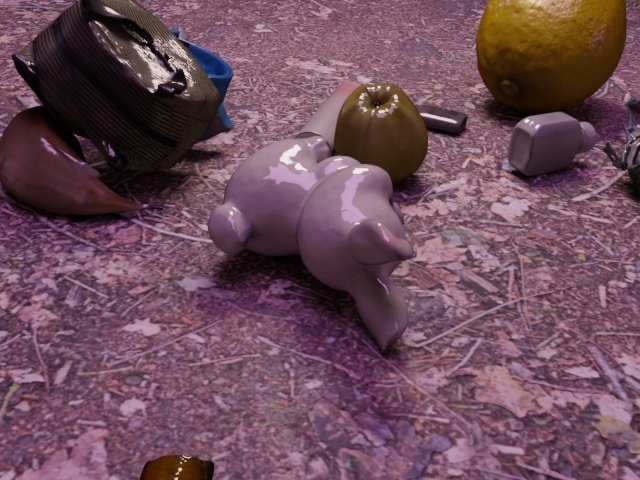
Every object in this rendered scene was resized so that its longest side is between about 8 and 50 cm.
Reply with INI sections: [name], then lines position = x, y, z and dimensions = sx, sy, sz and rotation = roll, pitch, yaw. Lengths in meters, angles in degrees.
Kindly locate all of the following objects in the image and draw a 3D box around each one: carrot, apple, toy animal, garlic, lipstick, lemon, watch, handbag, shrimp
[carrot]
position = -0.150, 0.277, 0.708
dimensions = 0.082, 0.082, 0.173
rotation = 2, 35, -2
[apple]
position = 0.115, -0.203, 1.432
dimensions = 0.200, 0.200, 0.200
rotation = 2, 31, -2
[toy animal]
position = 0.006, -0.005, 1.087
dimensions = 0.241, 0.196, 0.368
rotation = -30, 42, -32
[garlic]
position = -0.451, -0.136, 1.311
dimensions = 0.196, 0.151, 0.338
rotation = -10, 33, -44
[lipstick]
position = 0.026, -0.254, 1.588
dimensions = 0.087, 0.087, 0.327
rotation = 11, 32, 12
[lemon]
position = 0.531, -0.458, 1.752
dimensions = 0.364, 0.364, 0.364
rotation = 2, 31, -2
[watch]
position = -0.292, -0.335, 1.583
dimensions = 0.305, 0.241, 0.274
rotation = 30, 24, 3
[handbag]
position = -0.364, -0.288, 1.324
dimensions = 0.340, 0.247, 0.240
rotation = 47, 7, -5
[shrimp]
position = 0.675, -0.178, 1.477
dimensions = 0.221, 0.166, 0.410
rotation = 8, 19, 12

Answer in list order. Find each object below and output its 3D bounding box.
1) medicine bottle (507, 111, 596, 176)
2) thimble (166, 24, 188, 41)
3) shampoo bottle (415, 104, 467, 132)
[medicine bottle]
position = 0.478, -0.202, 1.515
dimensions = 0.183, 0.119, 0.069
rotation = -12, 34, -25
[thimble]
position = -0.402, -0.482, 1.892
dimensions = 0.127, 0.118, 0.151
rotation = 4, 31, 6
[shampoo bottle]
position = 0.254, -0.288, 1.711
dimensions = 0.165, 0.040, 0.080
rotation = 16, 35, 21
